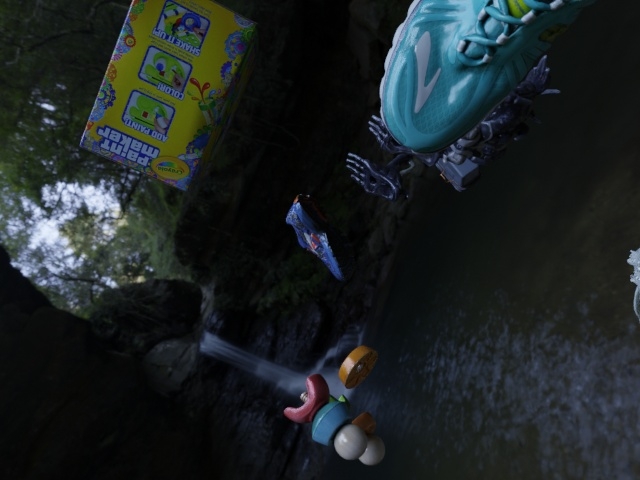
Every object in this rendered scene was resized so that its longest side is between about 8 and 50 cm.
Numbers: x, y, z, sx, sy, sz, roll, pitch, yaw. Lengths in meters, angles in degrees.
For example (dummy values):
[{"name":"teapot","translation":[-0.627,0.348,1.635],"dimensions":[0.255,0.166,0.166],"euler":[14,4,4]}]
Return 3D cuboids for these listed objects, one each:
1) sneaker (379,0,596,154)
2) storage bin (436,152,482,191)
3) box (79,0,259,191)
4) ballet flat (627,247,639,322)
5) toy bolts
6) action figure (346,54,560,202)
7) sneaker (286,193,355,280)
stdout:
[{"name":"sneaker","translation":[0.136,-0.172,0.291],"dimensions":[0.275,0.107,0.110],"euler":[-50,8,28]},{"name":"storage bin","translation":[0.389,-0.216,1.260],"dimensions":[0.098,0.135,0.091],"euler":[-36,-19,7]},{"name":"box","translation":[-0.244,-0.261,0.790],"dimensions":[0.279,0.177,0.290],"euler":[-65,13,8]},{"name":"ballet flat","translation":[0.581,0.176,0.692],"dimensions":[0.147,0.147,0.409],"euler":[-63,-45,-71]},{"name":"toy bolts","translation":[0.068,0.337,0.872],"dimensions":[0.218,0.158,0.228],"euler":[-57,-34,4]},{"name":"action figure","translation":[0.166,-0.155,0.539],"dimensions":[0.275,0.141,0.164],"euler":[-27,-23,-27]},{"name":"sneaker","translation":[0.000,0.000,1.014],"dimensions":[0.083,0.221,0.087],"euler":[-22,-15,-48]}]
